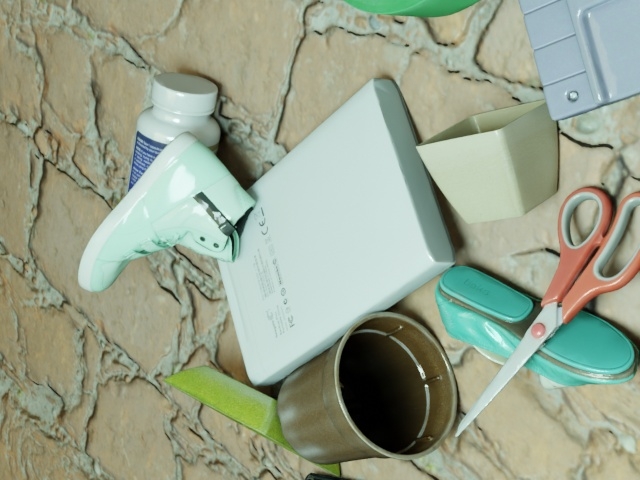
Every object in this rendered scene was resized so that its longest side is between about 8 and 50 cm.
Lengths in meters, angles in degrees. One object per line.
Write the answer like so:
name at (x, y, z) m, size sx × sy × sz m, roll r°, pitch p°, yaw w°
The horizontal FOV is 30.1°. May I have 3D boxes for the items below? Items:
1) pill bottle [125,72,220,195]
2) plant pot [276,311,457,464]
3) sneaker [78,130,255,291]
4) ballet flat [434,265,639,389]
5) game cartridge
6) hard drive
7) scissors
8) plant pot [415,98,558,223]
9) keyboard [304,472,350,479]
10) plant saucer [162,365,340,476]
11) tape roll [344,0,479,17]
pill bottle at (-0.190, -0.118, 1.560) m, size 0.112 × 0.112 × 0.187 m, roll 32°, pitch 120°, yaw 35°
plant pot at (0.044, 0.185, 1.379) m, size 0.165 × 0.167 × 0.167 m, roll -31°, pitch 77°, yaw 52°
sneaker at (-0.191, 0.006, 1.489) m, size 0.151 × 0.094 × 0.256 m, roll 42°, pitch 112°, yaw 3°
ballet flat at (0.225, 0.105, 1.242) m, size 0.247 × 0.083 × 0.087 m, roll 26°, pitch 141°, yaw 38°
game cartridge at (0.327, -0.264, 1.061) m, size 0.355 × 0.068 × 0.230 m, roll -18°, pitch 91°, yaw 45°
hard drive at (0.000, 0.000, 1.419) m, size 0.353 × 0.047 × 0.233 m, roll -38°, pitch 60°, yaw 43°
scissors at (0.232, 0.079, 1.166) m, size 0.109 × 0.021 × 0.297 m, roll 26°, pitch 88°, yaw 40°
plant pot at (0.182, -0.077, 1.218) m, size 0.109 × 0.109 × 0.096 m, roll -8°, pitch 107°, yaw 45°
keyboard at (0.060, 0.352, 1.485) m, size 0.192 × 0.038 × 0.100 m, roll 5°, pitch 89°, yaw 39°
plant saucer at (-0.077, 0.220, 1.510) m, size 0.188 × 0.188 × 0.045 m, roll 20°, pitch 77°, yaw 40°
tape roll at (0.096, -0.389, 1.204) m, size 0.321 × 0.077 × 0.321 m, roll 10°, pitch 102°, yaw 52°
